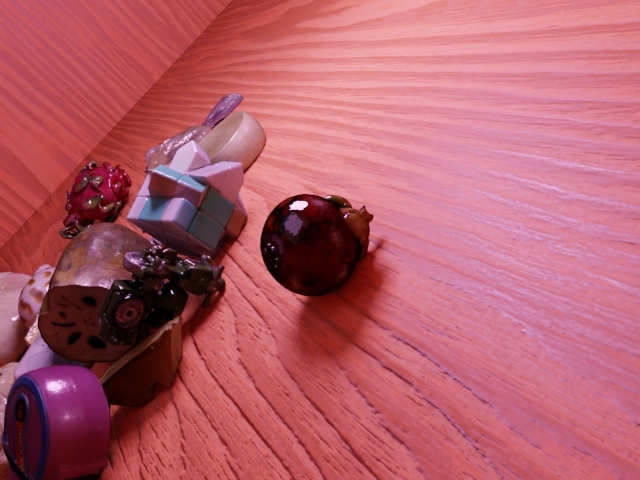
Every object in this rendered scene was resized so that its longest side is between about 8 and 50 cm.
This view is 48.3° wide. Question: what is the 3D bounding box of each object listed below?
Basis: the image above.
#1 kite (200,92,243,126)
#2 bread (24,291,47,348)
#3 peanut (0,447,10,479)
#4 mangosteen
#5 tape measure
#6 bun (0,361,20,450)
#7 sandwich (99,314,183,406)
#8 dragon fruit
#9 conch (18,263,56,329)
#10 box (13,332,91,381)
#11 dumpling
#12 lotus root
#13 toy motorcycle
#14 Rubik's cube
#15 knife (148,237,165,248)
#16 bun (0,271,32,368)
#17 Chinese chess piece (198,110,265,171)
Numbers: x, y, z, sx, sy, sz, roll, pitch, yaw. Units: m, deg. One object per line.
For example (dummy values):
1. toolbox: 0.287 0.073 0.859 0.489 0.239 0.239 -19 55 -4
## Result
1. kite: -0.396 -0.366 2.373 0.360 0.022 0.204 -46 27 -10
2. bread: -0.625 0.201 1.807 0.178 0.141 0.266 101 -171 -54
3. peanut: -0.639 0.451 1.516 0.174 0.080 0.080 -51 27 -9
4. mangosteen: 0.000 0.000 1.168 0.199 0.200 0.200 -34 29 22
5. tape measure: -0.489 0.347 1.316 0.245 0.149 0.232 -4 83 45
6. bun: -0.752 0.392 1.681 0.259 0.152 0.259 -35 30 24
7. sandwich: -0.332 0.244 1.369 0.244 0.088 0.090 -39 19 21
8. dragon fruit: -0.752 -0.134 2.390 0.218 0.198 0.273 44 114 35
9. conch: -0.740 0.176 1.965 0.148 0.183 0.275 -7 49 9
10. box: -0.594 0.236 1.696 0.044 0.142 0.285 113 178 -53
11. dumpling: -0.445 -0.231 2.183 0.166 0.086 0.332 5 48 16
12. lotus root: -0.487 0.102 1.619 0.250 0.250 0.346 -37 27 17
13. toy motorcycle: -0.313 0.112 1.417 0.127 0.275 0.205 30 101 33
14. Rubik's cube: -0.295 -0.097 1.605 0.224 0.265 0.213 6 66 41
15. knife: -0.431 -0.002 1.897 0.398 0.038 0.132 -27 35 31
16. bun: -0.968 0.245 2.093 0.361 0.213 0.361 -40 30 29
17. Chinese chess piece: -0.253 -0.240 1.916 0.237 0.092 0.238 -33 30 21
